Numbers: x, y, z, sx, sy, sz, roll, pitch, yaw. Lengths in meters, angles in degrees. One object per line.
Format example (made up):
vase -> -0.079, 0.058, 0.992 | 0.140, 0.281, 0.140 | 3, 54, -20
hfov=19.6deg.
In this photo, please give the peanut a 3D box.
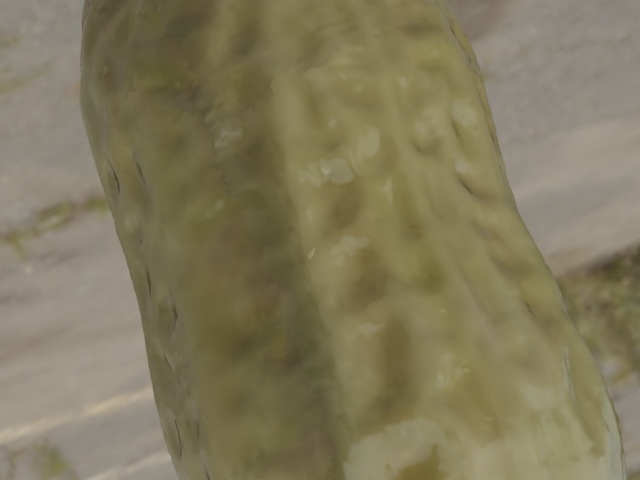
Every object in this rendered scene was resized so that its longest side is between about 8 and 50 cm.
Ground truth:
peanut -> 0.000, 0.000, 0.638 | 0.152, 0.313, 0.152 | -19, 166, -5
